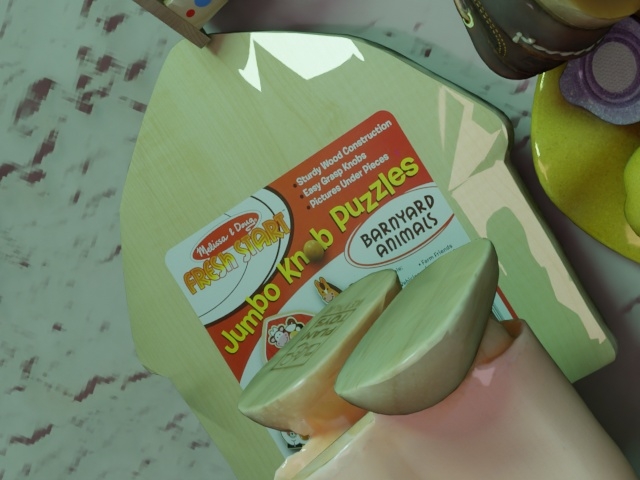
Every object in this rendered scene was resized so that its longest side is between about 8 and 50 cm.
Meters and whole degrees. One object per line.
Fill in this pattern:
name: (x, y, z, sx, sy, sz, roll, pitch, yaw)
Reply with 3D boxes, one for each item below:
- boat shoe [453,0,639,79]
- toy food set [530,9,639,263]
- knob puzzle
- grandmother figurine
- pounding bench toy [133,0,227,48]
boat shoe: (0.050, -0.159, 0.541, 0.073, 0.073, 0.207, -12, 81, -25)
toy food set: (0.156, -0.082, 0.525, 0.128, 0.071, 0.218, 29, 107, 10)
knob puzzle: (0.000, 0.000, 0.609, 0.213, 0.030, 0.213, 6, 104, 22)
grandmother figurine: (0.114, 0.160, 0.543, 0.104, 0.208, 0.342, -44, 101, -20)
pounding bench toy: (-0.056, -0.132, 0.587, 0.065, 0.052, 0.083, -44, 52, 12)
